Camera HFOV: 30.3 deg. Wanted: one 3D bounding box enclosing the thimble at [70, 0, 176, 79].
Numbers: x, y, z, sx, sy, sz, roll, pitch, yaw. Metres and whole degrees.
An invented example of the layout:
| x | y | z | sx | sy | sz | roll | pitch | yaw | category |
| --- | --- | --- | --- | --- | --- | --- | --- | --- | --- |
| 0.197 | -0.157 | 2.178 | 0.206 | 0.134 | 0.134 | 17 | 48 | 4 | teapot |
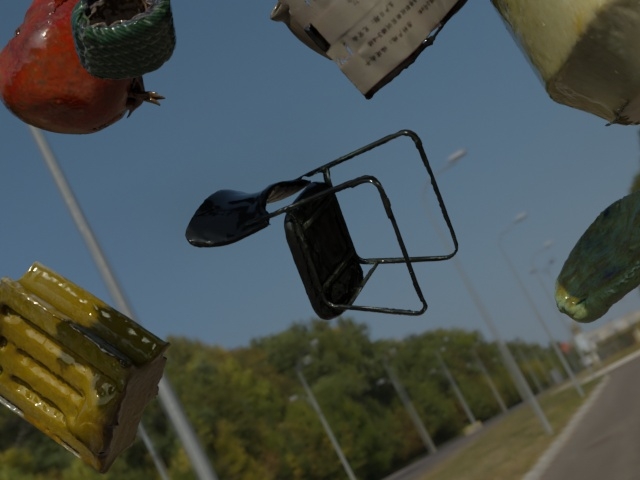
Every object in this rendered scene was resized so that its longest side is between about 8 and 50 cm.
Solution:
| x | y | z | sx | sy | sz | roll | pitch | yaw | category |
| --- | --- | --- | --- | --- | --- | --- | --- | --- | --- |
| -0.260 | -0.280 | 1.565 | 0.135 | 0.118 | 0.090 | -19 | -40 | -14 | thimble |

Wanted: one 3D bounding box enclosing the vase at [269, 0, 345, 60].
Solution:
| x | y | z | sx | sy | sz | roll | pitch | yaw | category |
| --- | --- | --- | --- | --- | --- | --- | --- | --- | --- |
| -0.014 | -0.285 | 1.559 | 0.053 | 0.100 | 0.053 | -52 | 18 | 25 | vase |

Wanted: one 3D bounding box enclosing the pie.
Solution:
| x | y | z | sx | sy | sz | roll | pitch | yaw | category |
| --- | --- | --- | --- | --- | --- | --- | --- | --- | --- |
| 0.331 | 0.015 | 1.323 | 0.187 | 0.041 | 0.187 | -52 | 9 | 12 | pie |

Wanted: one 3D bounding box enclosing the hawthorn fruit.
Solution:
| x | y | z | sx | sy | sz | roll | pitch | yaw | category |
| --- | --- | --- | --- | --- | --- | --- | --- | --- | --- |
| -0.435 | -0.311 | 2.186 | 0.276 | 0.307 | 0.276 | -62 | 4 | 7 | hawthorn fruit |

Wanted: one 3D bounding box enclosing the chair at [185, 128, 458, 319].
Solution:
| x | y | z | sx | sy | sz | roll | pitch | yaw | category |
| --- | --- | --- | --- | --- | --- | --- | --- | --- | --- |
| 0.000 | 0.000 | 1.163 | 0.221 | 0.145 | 0.140 | -13 | 18 | 25 | chair |

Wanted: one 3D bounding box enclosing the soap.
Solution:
| x | y | z | sx | sy | sz | roll | pitch | yaw | category |
| --- | --- | --- | --- | --- | --- | --- | --- | --- | --- |
| -0.410 | 0.209 | 1.935 | 0.143 | 0.281 | 0.259 | -39 | -24 | -53 | soap |

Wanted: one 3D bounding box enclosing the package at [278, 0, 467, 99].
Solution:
| x | y | z | sx | sy | sz | roll | pitch | yaw | category |
| --- | --- | --- | --- | --- | --- | --- | --- | --- | --- |
| 0.067 | -0.308 | 1.321 | 0.251 | 0.204 | 0.062 | -49 | 14 | -23 | package |

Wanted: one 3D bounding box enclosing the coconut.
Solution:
| x | y | z | sx | sy | sz | roll | pitch | yaw | category |
| --- | --- | --- | --- | --- | --- | --- | --- | --- | --- |
| 0.286 | -0.267 | 1.039 | 0.323 | 0.323 | 0.323 | -27 | -10 | -5 | coconut |
